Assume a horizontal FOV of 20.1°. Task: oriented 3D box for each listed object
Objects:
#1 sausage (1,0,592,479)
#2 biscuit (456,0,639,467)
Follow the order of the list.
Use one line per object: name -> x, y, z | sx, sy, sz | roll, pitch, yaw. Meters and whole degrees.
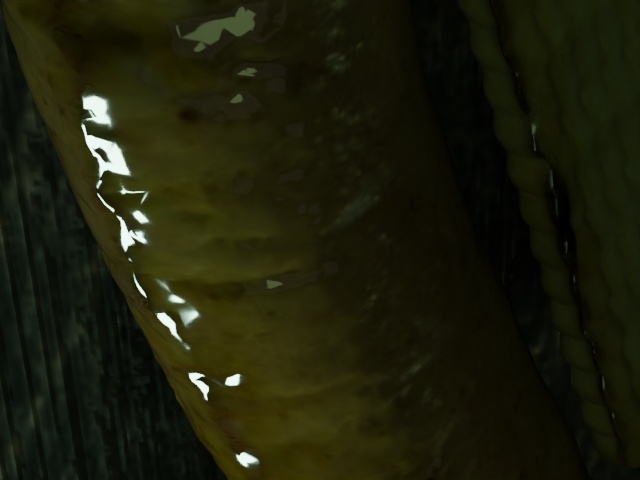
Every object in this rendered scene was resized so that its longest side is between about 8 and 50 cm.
sausage -> -0.003, 0.001, 0.609 | 0.136, 0.123, 0.501 | -16, 127, 7
biscuit -> 0.123, -0.055, 0.628 | 0.172, 0.029, 0.254 | -44, 134, -26
